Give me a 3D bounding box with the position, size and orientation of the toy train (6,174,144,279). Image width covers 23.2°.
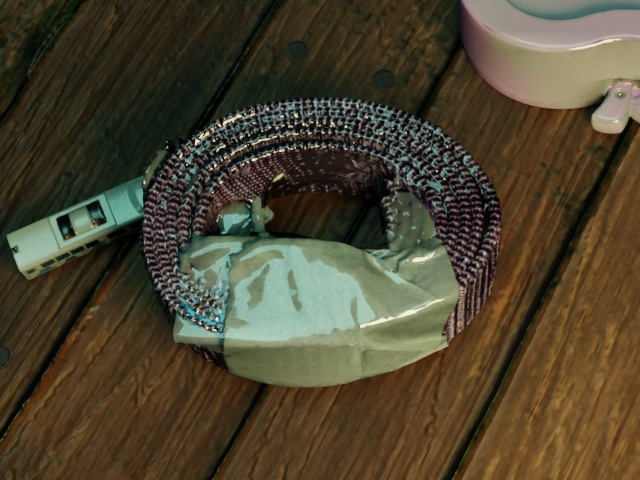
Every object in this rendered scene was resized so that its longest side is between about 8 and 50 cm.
[{"bbox_3d":[-0.197,-0.025,1.501,0.207,0.047,0.043,-23,71,-2],"label":"toy train"}]

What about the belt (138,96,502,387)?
[{"bbox_3d":[0.000,0.000,1.403,0.325,0.122,0.260,1,61,4],"label":"belt"}]

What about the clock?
[{"bbox_3d":[0.297,-0.260,1.501,0.338,0.102,0.338,-5,61,9],"label":"clock"}]
